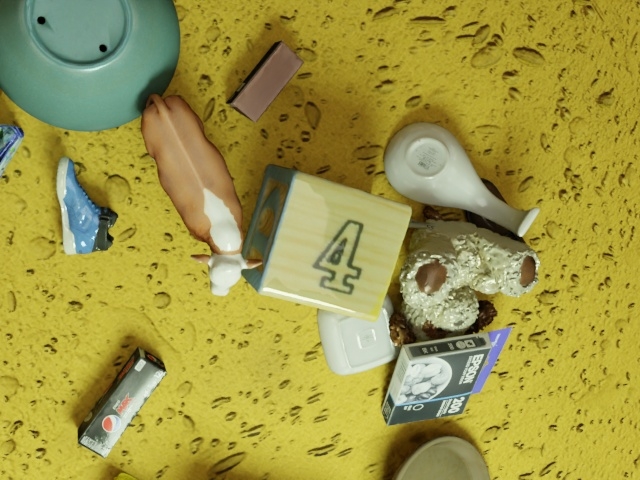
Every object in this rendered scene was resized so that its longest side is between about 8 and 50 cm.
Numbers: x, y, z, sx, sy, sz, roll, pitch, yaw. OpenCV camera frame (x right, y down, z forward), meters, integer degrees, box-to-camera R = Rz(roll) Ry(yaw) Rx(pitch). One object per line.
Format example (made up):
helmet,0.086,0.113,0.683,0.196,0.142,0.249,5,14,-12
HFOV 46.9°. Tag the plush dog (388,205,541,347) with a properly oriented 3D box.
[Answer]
plush dog,0.209,0.081,1.270,0.263,0.210,0.225,-4,119,-25

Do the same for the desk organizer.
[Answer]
desk organizer,-0.088,-0.253,1.182,0.050,0.047,0.130,40,86,-21

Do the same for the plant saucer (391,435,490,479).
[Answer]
plant saucer,0.210,0.493,1.343,0.278,0.041,0.277,1,88,-37

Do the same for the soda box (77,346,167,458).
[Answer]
soda box,-0.319,0.258,1.185,0.053,0.060,0.169,38,86,-19

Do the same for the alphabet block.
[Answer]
alphabet block,0.000,0.000,1.173,0.197,0.192,0.193,16,96,-19

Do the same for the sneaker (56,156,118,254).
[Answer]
sneaker,-0.353,-0.054,1.126,0.085,0.058,0.152,-3,104,-10

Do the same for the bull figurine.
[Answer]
bull figurine,-0.183,-0.074,1.106,0.101,0.188,0.310,-22,104,-12

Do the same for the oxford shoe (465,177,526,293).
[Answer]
oxford shoe,0.331,-0.008,1.319,0.083,0.096,0.227,-29,104,-9

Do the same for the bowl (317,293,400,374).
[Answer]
bowl,0.075,0.164,1.292,0.142,0.053,0.141,-16,103,-15

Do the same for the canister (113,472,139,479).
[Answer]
canister,-0.332,0.488,1.210,0.126,0.073,0.170,38,88,-18

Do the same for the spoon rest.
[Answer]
spoon rest,0.235,-0.097,1.258,0.276,0.084,0.137,35,88,11

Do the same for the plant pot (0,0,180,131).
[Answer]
plant pot,-0.333,-0.296,1.025,0.290,0.195,0.290,-3,100,-16

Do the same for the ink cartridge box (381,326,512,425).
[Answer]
ink cartridge box,0.225,0.242,1.295,0.208,0.045,0.206,-7,137,-16

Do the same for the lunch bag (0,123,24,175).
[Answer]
lunch bag,-0.491,-0.119,1.039,0.151,0.129,0.096,-32,107,-12
